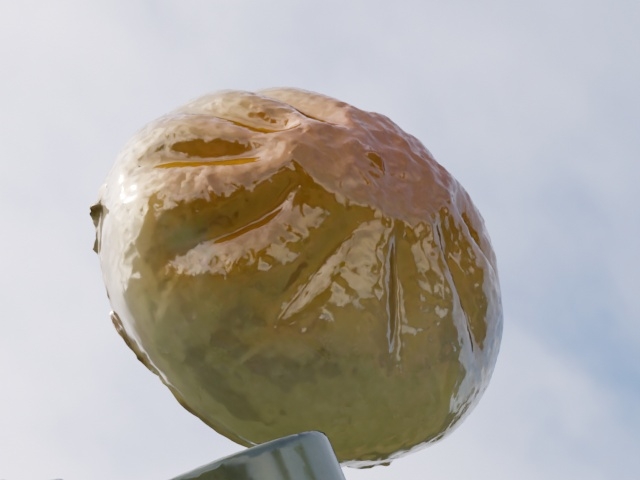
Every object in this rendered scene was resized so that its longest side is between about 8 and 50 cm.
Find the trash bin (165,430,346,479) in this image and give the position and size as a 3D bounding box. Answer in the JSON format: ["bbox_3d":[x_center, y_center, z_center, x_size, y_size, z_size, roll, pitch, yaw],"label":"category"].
[{"bbox_3d":[-0.056,0.226,0.680,0.243,0.247,0.121,-20,-12,-8],"label":"trash bin"}]

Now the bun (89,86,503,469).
[{"bbox_3d":[0.000,0.000,1.183,0.299,0.299,0.165,20,-56,-21],"label":"bun"}]

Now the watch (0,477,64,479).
[{"bbox_3d":[-0.209,0.252,1.032,0.253,0.162,0.241,26,-74,-43],"label":"watch"}]
